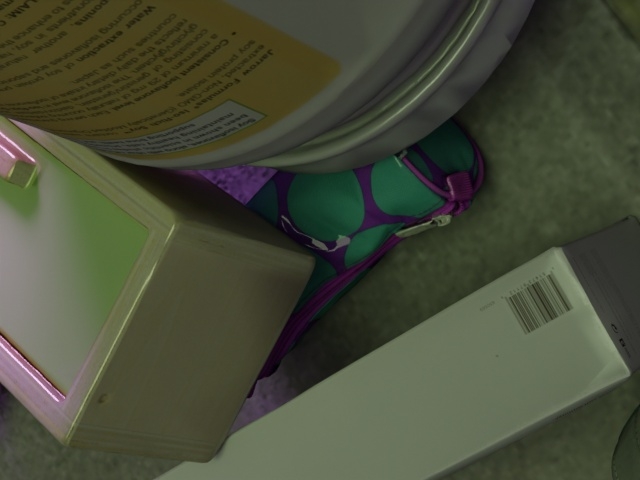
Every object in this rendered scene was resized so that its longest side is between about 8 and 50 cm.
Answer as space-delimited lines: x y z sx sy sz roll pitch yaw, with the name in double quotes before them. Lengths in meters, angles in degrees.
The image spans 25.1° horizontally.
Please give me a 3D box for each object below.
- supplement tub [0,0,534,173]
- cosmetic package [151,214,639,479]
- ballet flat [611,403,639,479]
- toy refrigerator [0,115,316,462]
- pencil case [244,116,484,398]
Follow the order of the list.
"supplement tub" -0.084 -0.159 0.484 0.241 0.331 0.241 -10 73 34
"cosmetic package" 0.035 0.076 0.619 0.239 0.099 0.060 -33 84 29
"ballet flat" 0.201 0.143 0.565 0.213 0.072 0.068 47 144 15
"toy refrigerator" -0.136 -0.018 0.646 0.269 0.094 0.102 36 102 39
"pencil case" 0.000 0.000 0.644 0.151 0.064 0.070 -43 59 27
